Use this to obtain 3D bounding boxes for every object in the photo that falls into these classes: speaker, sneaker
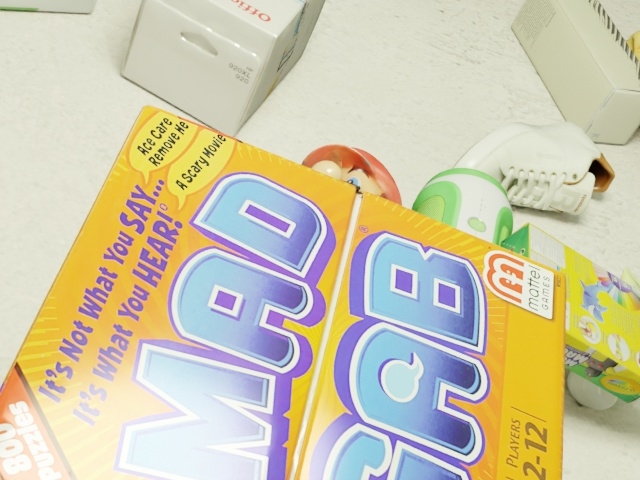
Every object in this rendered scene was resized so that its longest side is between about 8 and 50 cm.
[{"bbox_3d":[0.144,0.046,1.292,0.131,0.131,0.296,24,41,-4],"label":"speaker"},{"bbox_3d":[0.289,-0.086,1.516,0.290,0.106,0.123,-16,55,-40],"label":"sneaker"}]

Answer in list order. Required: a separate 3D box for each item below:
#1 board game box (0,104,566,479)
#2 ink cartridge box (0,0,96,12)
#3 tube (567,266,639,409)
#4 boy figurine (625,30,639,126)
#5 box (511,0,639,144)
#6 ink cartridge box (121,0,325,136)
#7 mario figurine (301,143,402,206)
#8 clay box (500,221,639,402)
[{"bbox_3d":[-0.059,0.191,0.867,0.356,0.356,0.356,22,41,-7],"label":"board game box"},{"bbox_3d":[-0.389,-0.398,1.487,0.160,0.093,0.219,-5,51,-32],"label":"ink cartridge box"},{"bbox_3d":[0.367,0.119,1.394,0.062,0.070,0.240,5,28,31],"label":"tube"},{"bbox_3d":[0.513,-0.242,1.760,0.092,0.177,0.285,-11,19,-13],"label":"boy figurine"},{"bbox_3d":[0.402,-0.280,1.769,0.094,0.113,0.275,2,49,-26],"label":"box"},{"bbox_3d":[-0.112,-0.282,1.457,0.171,0.168,0.233,29,41,3],"label":"ink cartridge box"},{"bbox_3d":[0.000,0.000,1.236,0.198,0.170,0.320,20,44,-6],"label":"mario figurine"},{"bbox_3d":[0.294,0.087,1.266,0.222,0.053,0.127,31,44,-22],"label":"clay box"}]
